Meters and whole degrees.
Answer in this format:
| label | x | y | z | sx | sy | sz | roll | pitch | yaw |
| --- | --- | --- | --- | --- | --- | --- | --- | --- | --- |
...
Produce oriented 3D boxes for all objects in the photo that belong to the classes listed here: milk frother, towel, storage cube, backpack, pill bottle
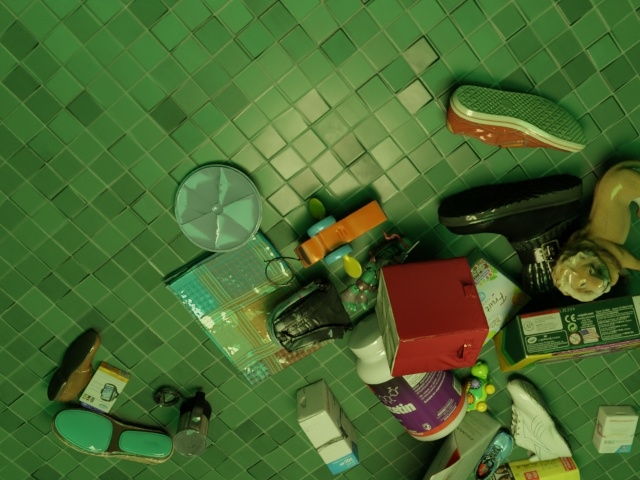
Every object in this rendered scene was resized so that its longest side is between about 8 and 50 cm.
| label | x | y | z | sx | sy | sz | roll | pitch | yaw |
| --- | --- | --- | --- | --- | --- | --- | --- | --- | --- |
| milk frother | -0.352 | 0.450 | 1.844 | 0.143 | 0.135 | 0.129 | -3 | 114 | -2 |
| towel | -0.163 | 0.168 | 1.781 | 0.271 | 0.040 | 0.370 | -31 | 112 | 11 |
| storage cube | 0.236 | 0.169 | 1.606 | 0.193 | 0.215 | 0.184 | -6 | 146 | -6 |
| backpack | -0.035 | 0.185 | 1.711 | 0.182 | 0.115 | 0.152 | -30 | 94 | -16 |
| pill bottle | 0.209 | 0.328 | 1.796 | 0.181 | 0.181 | 0.323 | -35 | 111 | 12 |

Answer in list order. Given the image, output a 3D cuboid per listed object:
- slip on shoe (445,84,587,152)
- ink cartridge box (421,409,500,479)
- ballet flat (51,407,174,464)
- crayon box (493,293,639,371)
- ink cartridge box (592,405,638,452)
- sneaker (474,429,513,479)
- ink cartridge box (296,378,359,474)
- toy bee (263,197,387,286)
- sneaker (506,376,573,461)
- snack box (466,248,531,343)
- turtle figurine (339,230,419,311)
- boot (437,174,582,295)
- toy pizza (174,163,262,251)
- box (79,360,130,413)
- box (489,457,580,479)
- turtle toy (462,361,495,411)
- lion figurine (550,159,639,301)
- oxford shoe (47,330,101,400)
| label | x | y | z | sx | sy | sz | roll | pitch | yaw |
| --- | --- | --- | --- | --- | --- | --- | --- | --- | --- |
| slip on shoe | 0.424 | -0.251 | 1.599 | 0.331 | 0.123 | 0.101 | 10 | 146 | -13 |
| ink cartridge box | 0.279 | 0.606 | 1.841 | 0.091 | 0.385 | 0.308 | 37 | 116 | 28 |
| ballet flat | -0.536 | 0.515 | 1.883 | 0.316 | 0.108 | 0.106 | 22 | 148 | -12 |
| crayon box | 0.613 | 0.214 | 1.705 | 0.362 | 0.313 | 0.106 | -10 | 75 | 1 |
| ink cartridge box | 0.795 | 0.509 | 1.982 | 0.088 | 0.052 | 0.123 | 0 | 115 | -4 |
| sneaker | 0.465 | 0.585 | 1.970 | 0.063 | 0.073 | 0.162 | 29 | 101 | 18 |
| ink cartridge box | 0.019 | 0.475 | 1.873 | 0.082 | 0.140 | 0.191 | -25 | 113 | 9 |
| toy bee | 0.000 | 0.000 | 1.674 | 0.298 | 0.162 | 0.195 | -9 | 84 | -13 |
| sneaker | 0.555 | 0.484 | 1.931 | 0.129 | 0.111 | 0.297 | -27 | 112 | 15 |
| snack box | 0.375 | 0.151 | 1.787 | 0.174 | 0.070 | 0.207 | 37 | 108 | -17 |
| turtle figurine | 0.157 | 0.070 | 1.715 | 0.234 | 0.118 | 0.175 | -44 | 143 | 19 |
| boot | 0.452 | 0.007 | 1.693 | 0.347 | 0.131 | 0.260 | -9 | 114 | 0 |
| toy pizza | -0.229 | -0.073 | 1.660 | 0.201 | 0.032 | 0.201 | 1 | 103 | 5 |
| box | -0.550 | 0.377 | 1.859 | 0.081 | 0.028 | 0.136 | 30 | 112 | -15 |
| box | 0.583 | 0.646 | 2.014 | 0.232 | 0.087 | 0.058 | -12 | 114 | 3 |
| turtle toy | 0.399 | 0.376 | 1.879 | 0.066 | 0.095 | 0.130 | 27 | 82 | -3 |
| lion figurine | 0.643 | -0.041 | 1.618 | 0.240 | 0.142 | 0.392 | 22 | 76 | -20 |
| oxford shoe | -0.593 | 0.310 | 1.815 | 0.076 | 0.076 | 0.212 | 20 | 112 | -44 |
